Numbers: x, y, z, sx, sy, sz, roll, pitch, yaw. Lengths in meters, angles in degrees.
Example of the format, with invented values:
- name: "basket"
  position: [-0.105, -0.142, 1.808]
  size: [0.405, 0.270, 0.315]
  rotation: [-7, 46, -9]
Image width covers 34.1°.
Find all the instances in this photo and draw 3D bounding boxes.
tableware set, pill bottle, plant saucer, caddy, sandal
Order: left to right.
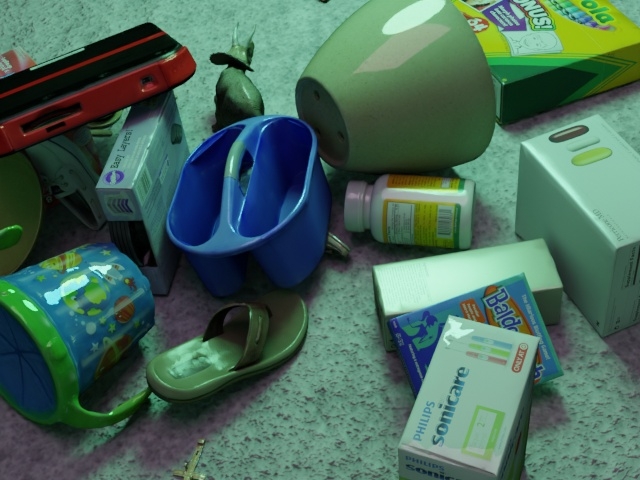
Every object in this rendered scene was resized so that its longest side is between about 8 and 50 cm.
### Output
- name: "plant saucer"
  position: [-0.552, -0.043, 1.778]
  size: [0.241, 0.037, 0.240]
  rotation: [-4, 82, 30]
- name: "tableware set"
  position: [-0.384, -0.261, 2.049]
  size: [0.194, 0.039, 0.128]
  rotation: [1, 46, 8]
- name: "sandal"
  position: [-0.126, 0.147, 1.563]
  size: [0.120, 0.086, 0.303]
  rotation: [32, 40, 28]
- name: "caddy"
  position: [-0.116, -0.071, 1.702]
  size: [0.241, 0.179, 0.341]
  rotation: [-8, 41, 16]
- name: "pill bottle"
  position: [0.148, -0.050, 1.726]
  size: [0.209, 0.117, 0.117]
  rotation: [4, 47, 11]

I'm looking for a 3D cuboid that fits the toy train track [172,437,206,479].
- name: "toy train track"
  position: [-0.182, 0.315, 1.481]
  size: [0.048, 0.014, 0.083]
  rotation: [7, 47, 13]

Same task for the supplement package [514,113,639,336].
- name: "supplement package"
  position: [0.430, -0.026, 1.608]
  size: [0.145, 0.204, 0.262]
  rotation: [-21, 48, -13]

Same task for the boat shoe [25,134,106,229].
- name: "boat shoe"
  position: [-0.433, -0.105, 1.783]
  size: [0.083, 0.226, 0.075]
  rotation: [-13, 47, 36]

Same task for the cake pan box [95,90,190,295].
- name: "cake pan box"
  position: [-0.276, -0.077, 1.715]
  size: [0.070, 0.245, 0.266]
  rotation: [0, 47, 12]

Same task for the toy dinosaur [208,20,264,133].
- name: "toy dinosaur"
  position: [-0.150, -0.252, 1.928]
  size: [0.121, 0.160, 0.313]
  rotation: [-11, 45, -4]

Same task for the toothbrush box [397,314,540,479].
- name: "toothbrush box"
  position: [0.183, 0.268, 1.297]
  size: [0.122, 0.283, 0.206]
  rotation: [12, 48, 18]

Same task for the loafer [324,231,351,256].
- name: "loafer"
  position: [0.000, 0.000, 1.753]
  size: [0.125, 0.045, 0.039]
  rotation: [35, 85, 39]

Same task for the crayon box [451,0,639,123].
- name: "crayon box"
  position: [0.407, -0.410, 2.053]
  size: [0.313, 0.106, 0.363]
  rotation: [-19, 47, -12]

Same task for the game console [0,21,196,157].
- name: "game console"
  position: [-0.419, -0.260, 1.763]
  size: [0.387, 0.060, 0.342]
  rotation: [-24, 25, -12]

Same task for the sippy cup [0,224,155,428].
- name: "sippy cup"
  position: [-0.378, 0.119, 1.565]
  size: [0.240, 0.305, 0.224]
  rotation: [-2, 26, 45]

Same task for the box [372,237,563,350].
- name: "box"
  position: [0.223, 0.083, 1.604]
  size: [0.275, 0.094, 0.113]
  rotation: [-8, 46, -1]

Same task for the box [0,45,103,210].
- name: "box"
  position: [-0.541, -0.210, 1.942]
  size: [0.142, 0.154, 0.300]
  rotation: [-30, 51, -20]

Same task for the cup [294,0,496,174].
- name: "cup"
  position: [0.099, -0.241, 1.757]
  size: [0.237, 0.331, 0.331]
  rotation: [-26, 48, -23]

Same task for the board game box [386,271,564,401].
- name: "board game box"
  position: [0.221, 0.155, 1.499]
  size: [0.210, 0.047, 0.160]
  rotation: [-20, 81, -5]
